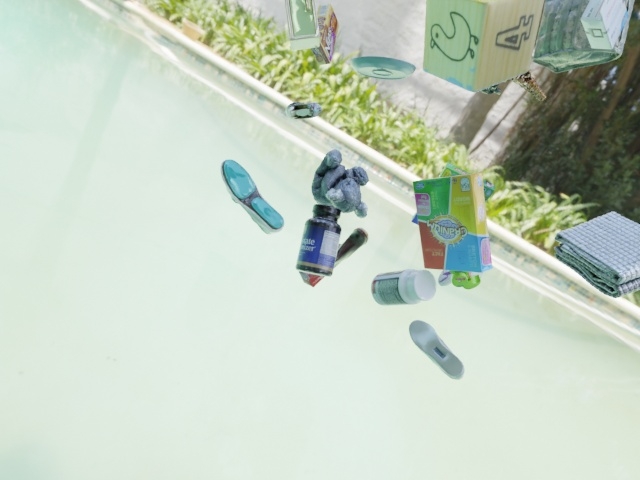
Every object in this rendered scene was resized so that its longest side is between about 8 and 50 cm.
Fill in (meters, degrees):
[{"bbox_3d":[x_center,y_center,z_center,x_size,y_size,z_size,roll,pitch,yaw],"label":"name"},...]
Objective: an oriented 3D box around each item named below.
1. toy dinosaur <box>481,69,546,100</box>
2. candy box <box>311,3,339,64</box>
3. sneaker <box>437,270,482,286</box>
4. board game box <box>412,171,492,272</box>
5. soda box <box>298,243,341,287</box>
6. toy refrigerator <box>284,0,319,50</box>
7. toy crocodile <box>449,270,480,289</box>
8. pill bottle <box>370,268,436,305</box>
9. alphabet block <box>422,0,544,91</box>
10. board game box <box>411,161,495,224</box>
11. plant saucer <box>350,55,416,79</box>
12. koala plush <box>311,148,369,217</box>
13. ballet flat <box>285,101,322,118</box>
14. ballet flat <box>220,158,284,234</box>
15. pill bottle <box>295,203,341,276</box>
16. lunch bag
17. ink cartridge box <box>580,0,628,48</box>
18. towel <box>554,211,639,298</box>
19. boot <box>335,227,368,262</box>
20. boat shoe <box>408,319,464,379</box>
[{"bbox_3d":[0.549,-0.537,1.444,0.322,0.164,0.218,59,8,-3],"label":"toy dinosaur"},{"bbox_3d":[0.015,-0.764,1.731,0.053,0.186,0.109,3,-21,22],"label":"candy box"},{"bbox_3d":[0.722,0.163,2.312,0.152,0.305,0.114,64,-15,-14],"label":"sneaker"},{"bbox_3d":[0.440,-0.058,1.568,0.064,0.316,0.242,-15,9,-36],"label":"board game box"},{"bbox_3d":[0.013,0.121,2.439,0.083,0.263,0.092,22,-36,47],"label":"soda box"},{"bbox_3d":[-0.069,-0.798,1.576,0.102,0.269,0.094,-7,0,-1],"label":"toy refrigerator"},{"bbox_3d":[0.566,0.080,1.946,0.340,0.105,0.115,56,23,-26],"label":"toy crocodile"},{"bbox_3d":[0.375,0.214,2.115,0.161,0.161,0.283,20,-19,-29],"label":"pill bottle"},{"bbox_3d":[0.374,-0.493,1.095,0.193,0.197,0.192,-26,45,-20],"label":"alphabet block"},{"bbox_3d":[0.546,-0.152,1.953,0.214,0.317,0.046,25,44,1],"label":"board game box"},{"bbox_3d":[0.299,-0.827,2.256,0.318,0.043,0.317,7,9,-1],"label":"plant saucer"},{"bbox_3d":[0.078,-0.169,1.649,0.196,0.203,0.221,28,20,-35],"label":"koala plush"},{"bbox_3d":[-0.049,-0.298,1.075,0.114,0.041,0.041,9,-1,42],"label":"ballet flat"},{"bbox_3d":[-0.325,-0.180,2.100,0.400,0.139,0.139,49,18,-1],"label":"ballet flat"},{"bbox_3d":[0.000,0.000,1.501,0.123,0.219,0.123,12,-6,1],"label":"pill bottle"},{"bbox_3d":[0.893,-0.720,1.571,0.169,0.235,0.287,11,3,-26],"label":"lunch bag"},{"bbox_3d":[0.780,-0.623,1.284,0.060,0.104,0.180,29,5,43],"label":"ink cartridge box"},{"bbox_3d":[0.914,0.046,1.460,0.235,0.121,0.283,-21,31,-7],"label":"towel"},{"bbox_3d":[0.127,0.051,2.299,0.090,0.248,0.207,44,62,3],"label":"boot"},{"bbox_3d":[0.362,0.348,1.466,0.227,0.079,0.081,49,-8,38],"label":"boat shoe"}]
